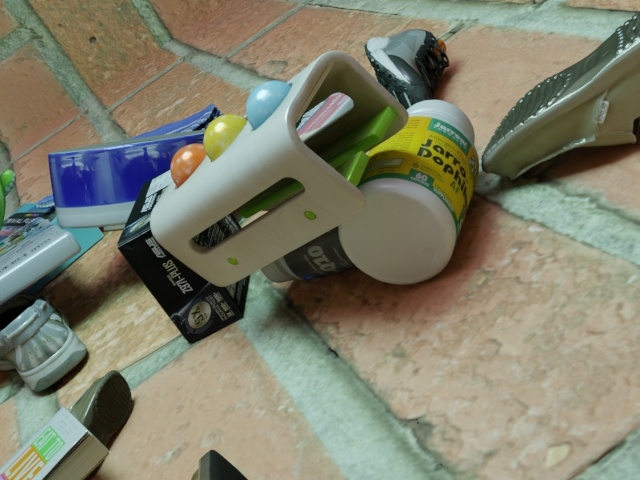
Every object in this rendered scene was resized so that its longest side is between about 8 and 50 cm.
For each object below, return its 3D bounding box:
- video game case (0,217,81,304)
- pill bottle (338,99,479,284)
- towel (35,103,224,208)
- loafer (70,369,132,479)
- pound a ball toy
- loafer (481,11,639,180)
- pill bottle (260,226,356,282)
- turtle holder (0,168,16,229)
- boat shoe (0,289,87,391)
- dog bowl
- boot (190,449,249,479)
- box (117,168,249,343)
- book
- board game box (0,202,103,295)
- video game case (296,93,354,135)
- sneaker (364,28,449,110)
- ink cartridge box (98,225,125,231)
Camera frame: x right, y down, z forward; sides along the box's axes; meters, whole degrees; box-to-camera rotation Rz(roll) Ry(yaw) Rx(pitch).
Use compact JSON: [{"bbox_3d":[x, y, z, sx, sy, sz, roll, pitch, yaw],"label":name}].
[{"bbox_3d":[-0.507,0.079,1.516,0.329,0.036,0.300,-36,17,-15],"label":"video game case"},{"bbox_3d":[0.098,-0.059,1.096,0.117,0.117,0.208,-20,25,30],"label":"pill bottle"},{"bbox_3d":[-0.323,-0.150,1.871,0.243,0.040,0.336,-17,16,20],"label":"towel"},{"bbox_3d":[-0.245,0.193,1.123,0.050,0.056,0.148,-15,27,25],"label":"loafer"},{"bbox_3d":[-0.055,-0.093,1.094,0.319,0.136,0.208,-27,28,51],"label":"pound a ball toy"},{"bbox_3d":[0.270,-0.128,1.052,0.268,0.092,0.102,-36,13,40],"label":"loafer"},{"bbox_3d":[0.000,0.000,1.162,0.137,0.078,0.078,-18,26,35],"label":"pill bottle"},{"bbox_3d":[-0.654,-0.028,1.673,0.320,0.243,0.227,-28,19,19],"label":"turtle holder"},{"bbox_3d":[-0.408,0.115,1.449,0.118,0.103,0.320,-39,22,-15],"label":"boat shoe"},{"bbox_3d":[-0.246,-0.091,1.513,0.265,0.104,0.265,-8,9,1],"label":"dog bowl"},{"bbox_3d":[-0.070,0.251,0.707,0.115,0.112,0.305,-42,23,8],"label":"boot"},{"bbox_3d":[-0.154,0.008,1.265,0.077,0.147,0.180,-28,23,14],"label":"box"},{"bbox_3d":[-0.280,0.232,1.032,0.144,0.035,0.096,-46,29,-15],"label":"book"},{"bbox_3d":[-0.557,0.065,1.794,0.336,0.079,0.254,-44,24,-26],"label":"board game box"},{"bbox_3d":[-0.081,-0.149,1.662,0.285,0.025,0.204,-9,32,47],"label":"video game case"},{"bbox_3d":[0.127,-0.241,1.475,0.108,0.100,0.271,-24,23,8],"label":"sneaker"},{"bbox_3d":[-0.313,-0.076,1.806,0.179,0.045,0.145,-1,37,49],"label":"ink cartridge box"}]
